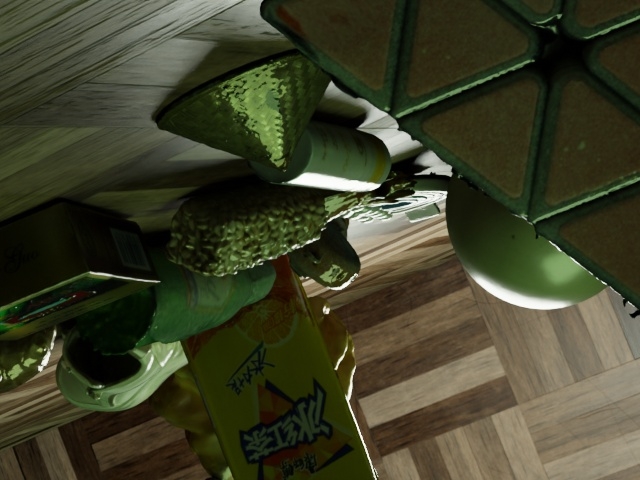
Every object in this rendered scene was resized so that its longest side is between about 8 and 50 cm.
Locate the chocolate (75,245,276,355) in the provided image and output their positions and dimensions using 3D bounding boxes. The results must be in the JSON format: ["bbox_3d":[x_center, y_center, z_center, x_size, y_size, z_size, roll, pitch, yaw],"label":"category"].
[{"bbox_3d":[-0.137,0.050,1.899,0.110,0.110,0.291,-25,173,27],"label":"chocolate"}]

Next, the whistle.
[{"bbox_3d":[0.000,0.000,2.054,0.057,0.107,0.220,-45,-176,14],"label":"whistle"}]

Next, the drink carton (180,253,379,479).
[{"bbox_3d":[-0.057,0.168,2.079,0.155,0.351,0.111,-21,174,-4],"label":"drink carton"}]

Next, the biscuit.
[{"bbox_3d":[-0.069,-0.017,1.728,0.168,0.082,0.070,-18,128,-46],"label":"biscuit"}]

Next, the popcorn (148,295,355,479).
[{"bbox_3d":[-0.109,0.174,2.558,0.297,0.281,0.316,25,127,-22],"label":"popcorn"}]

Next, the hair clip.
[{"bbox_3d":[0.087,-0.056,2.090,0.140,0.054,0.220,-11,174,16],"label":"hair clip"}]

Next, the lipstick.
[{"bbox_3d":[0.003,-0.072,1.557,0.059,0.059,0.264,-23,174,14],"label":"lipstick"}]

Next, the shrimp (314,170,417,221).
[{"bbox_3d":[-0.011,-0.034,1.879,0.236,0.053,0.133,-18,171,15],"label":"shrimp"}]

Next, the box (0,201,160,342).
[{"bbox_3d":[-0.244,0.032,1.560,0.159,0.071,0.240,-20,174,8],"label":"box"}]

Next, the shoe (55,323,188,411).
[{"bbox_3d":[-0.275,0.149,2.305,0.159,0.124,0.316,-16,167,-46],"label":"shoe"}]

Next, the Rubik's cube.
[{"bbox_3d":[0.138,-0.126,1.137,0.233,0.228,0.228,-57,145,-25],"label":"Rubik's cube"}]

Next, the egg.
[{"bbox_3d":[0.247,-0.033,2.012,0.219,0.219,0.269,-22,174,0],"label":"egg"}]

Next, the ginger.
[{"bbox_3d":[-0.405,0.133,1.873,0.295,0.086,0.131,-13,-167,-29],"label":"ginger"}]

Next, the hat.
[{"bbox_3d":[-0.038,-0.080,1.299,0.146,0.067,0.146,-21,174,-2],"label":"hat"}]
